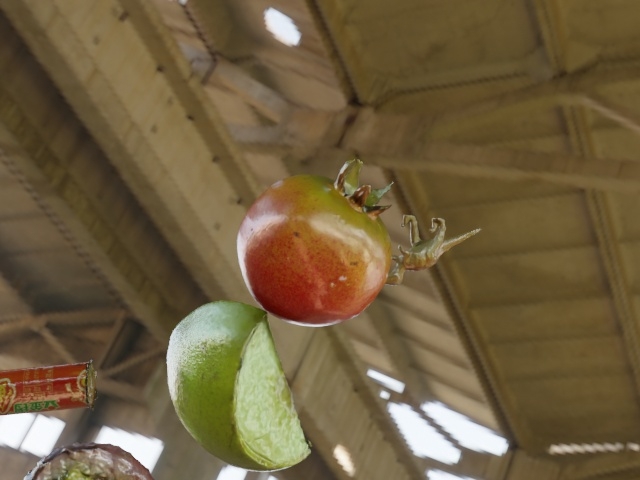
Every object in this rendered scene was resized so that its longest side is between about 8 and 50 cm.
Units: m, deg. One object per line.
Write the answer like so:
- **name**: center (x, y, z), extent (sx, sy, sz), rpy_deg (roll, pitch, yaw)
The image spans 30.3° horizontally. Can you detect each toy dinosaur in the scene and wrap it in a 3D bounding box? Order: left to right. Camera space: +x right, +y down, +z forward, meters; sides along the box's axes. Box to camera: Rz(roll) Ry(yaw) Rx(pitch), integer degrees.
- **toy dinosaur**: center (0.184, 0.025, 1.961), extent (0.162, 0.126, 0.039), rpy_deg (12, -5, -17)

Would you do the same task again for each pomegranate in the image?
- **pomegranate**: center (0.000, 0.000, 1.677), extent (0.221, 0.256, 0.221), rpy_deg (31, 16, -10)

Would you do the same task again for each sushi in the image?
- **sushi**: center (-0.245, 0.342, 1.400), extent (0.241, 0.161, 0.107), rpy_deg (40, -18, -2)

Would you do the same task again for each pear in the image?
- **pear**: center (-0.166, 0.227, 1.785), extent (0.239, 0.139, 0.288), rpy_deg (17, -47, 42)

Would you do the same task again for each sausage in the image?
- **sausage**: center (-0.480, 0.236, 1.826), extent (0.264, 0.083, 0.083), rpy_deg (-6, -30, -2)
